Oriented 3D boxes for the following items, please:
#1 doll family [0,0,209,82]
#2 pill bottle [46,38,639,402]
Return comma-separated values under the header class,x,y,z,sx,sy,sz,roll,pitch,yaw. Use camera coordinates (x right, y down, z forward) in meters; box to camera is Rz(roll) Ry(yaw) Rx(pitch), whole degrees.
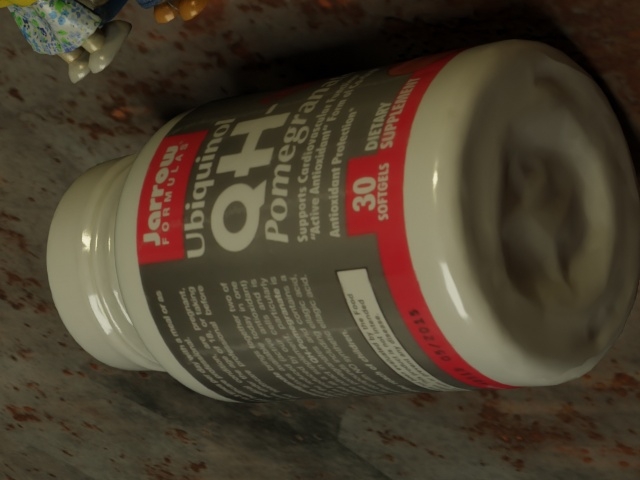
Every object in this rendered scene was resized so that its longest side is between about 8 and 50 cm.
class,x,y,z,sx,sy,sz,roll,pitch,yaw
doll family,-0.137,-0.166,0.911,0.163,0.118,0.263,41,146,-24
pill bottle,0.000,0.000,1.007,0.318,0.176,0.176,-8,136,42
